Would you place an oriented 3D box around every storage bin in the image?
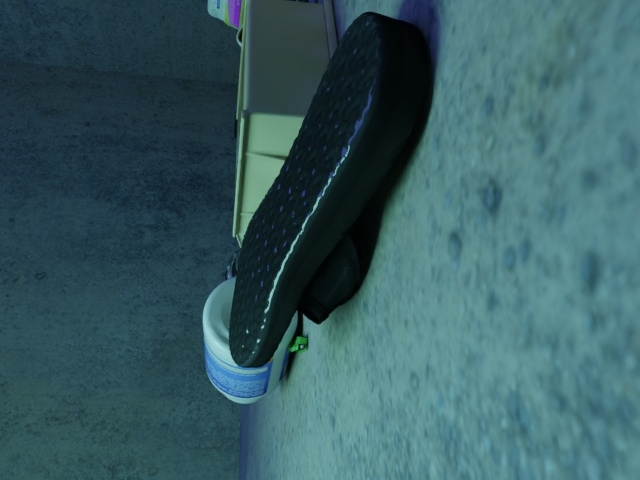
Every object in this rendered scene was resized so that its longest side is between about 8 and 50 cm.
[{"bbox_3d":[-0.056,-0.159,0.800,0.260,0.123,0.262,105,164,-52],"label":"storage bin"}]

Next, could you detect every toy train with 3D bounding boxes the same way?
[{"bbox_3d":[-0.033,0.160,0.871,0.083,0.017,0.024,129,152,-73],"label":"toy train"}]

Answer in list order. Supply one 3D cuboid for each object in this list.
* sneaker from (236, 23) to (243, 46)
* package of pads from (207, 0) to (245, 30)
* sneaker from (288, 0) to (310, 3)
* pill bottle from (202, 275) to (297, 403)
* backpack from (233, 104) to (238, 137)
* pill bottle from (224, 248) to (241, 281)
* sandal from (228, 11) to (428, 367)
[{"bbox_3d":[-0.133,-0.445,1.303,0.290,0.123,0.106,115,154,-67],"label":"sneaker"},{"bbox_3d":[-0.140,-0.634,1.222,0.297,0.101,0.229,-65,4,-16],"label":"package of pads"},{"bbox_3d":[-0.078,-0.331,1.013,0.122,0.110,0.283,-93,12,-46],"label":"sneaker"},{"bbox_3d":[-0.128,0.189,0.994,0.272,0.152,0.152,105,164,-55],"label":"pill bottle"},{"bbox_3d":[-0.140,-0.274,1.361,0.120,0.101,0.098,44,144,32],"label":"backpack"},{"bbox_3d":[-0.123,0.078,1.091,0.219,0.122,0.123,119,152,-67],"label":"pill bottle"},{"bbox_3d":[0.001,0.001,0.559,0.446,0.106,0.168,124,151,-46],"label":"sandal"}]
